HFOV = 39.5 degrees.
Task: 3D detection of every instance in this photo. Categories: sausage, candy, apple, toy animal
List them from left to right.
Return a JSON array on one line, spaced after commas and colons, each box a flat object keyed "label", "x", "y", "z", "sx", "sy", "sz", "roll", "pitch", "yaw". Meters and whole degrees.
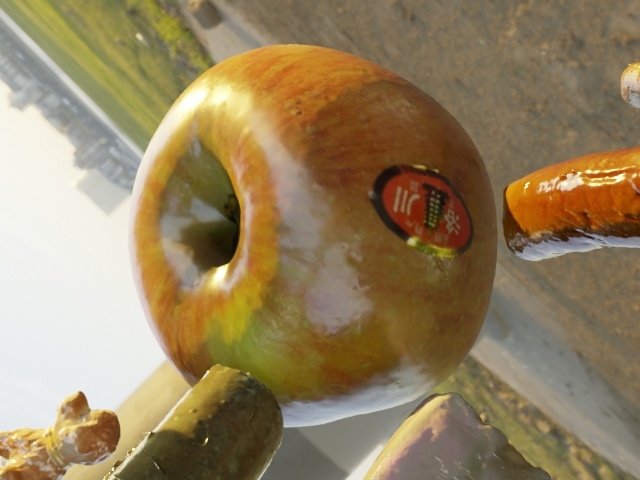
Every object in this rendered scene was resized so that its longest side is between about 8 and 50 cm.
[{"label": "toy animal", "x": -0.332, "y": 0.295, "z": 1.113, "sx": 0.104, "sy": 0.185, "sz": 0.183, "roll": 69, "pitch": -179, "yaw": -48}, {"label": "apple", "x": 0.000, "y": 0.000, "z": 0.949, "sx": 0.334, "sy": 0.400, "sz": 0.400, "roll": 8, "pitch": -155, "yaw": -47}, {"label": "candy", "x": 0.084, "y": 0.242, "z": 0.727, "sx": 0.137, "sy": 0.195, "sz": 0.184, "roll": 38, "pitch": 160, "yaw": 15}, {"label": "sausage", "x": 0.249, "y": -0.025, "z": 0.653, "sx": 0.103, "sy": 0.076, "sz": 0.302, "roll": 34, "pitch": 161, "yaw": -31}]

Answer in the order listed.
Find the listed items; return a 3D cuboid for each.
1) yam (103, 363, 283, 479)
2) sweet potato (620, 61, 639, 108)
[{"label": "yam", "x": -0.122, "y": 0.208, "z": 0.712, "sx": 0.106, "sy": 0.259, "sz": 0.106, "roll": 15, "pitch": 125, "yaw": 23}, {"label": "sweet potato", "x": 0.434, "y": -0.212, "z": 1.180, "sx": 0.065, "sy": 0.051, "sz": 0.218, "roll": 30, "pitch": -176, "yaw": 8}]
